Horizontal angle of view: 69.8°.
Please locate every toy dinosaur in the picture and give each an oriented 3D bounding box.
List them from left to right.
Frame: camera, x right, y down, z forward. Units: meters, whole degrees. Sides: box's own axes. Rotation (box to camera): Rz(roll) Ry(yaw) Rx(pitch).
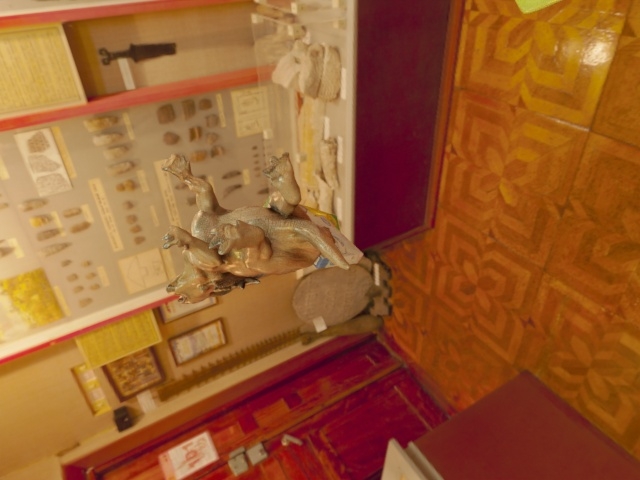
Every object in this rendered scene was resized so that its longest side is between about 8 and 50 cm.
[{"bbox_3d":[-0.073,0.005,0.540,0.295,0.127,0.200,2,151,28],"label":"toy dinosaur"}]

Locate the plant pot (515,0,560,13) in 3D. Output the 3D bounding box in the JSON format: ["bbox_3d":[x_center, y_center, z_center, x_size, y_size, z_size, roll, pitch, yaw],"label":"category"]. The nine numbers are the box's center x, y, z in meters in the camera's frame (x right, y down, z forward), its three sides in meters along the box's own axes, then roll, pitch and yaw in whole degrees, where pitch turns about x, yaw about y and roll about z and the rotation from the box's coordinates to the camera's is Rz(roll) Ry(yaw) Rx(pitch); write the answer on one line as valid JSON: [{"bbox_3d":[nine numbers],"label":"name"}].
[{"bbox_3d":[0.275,-0.385,0.409,0.228,0.207,0.227,-12,115,51],"label":"plant pot"}]

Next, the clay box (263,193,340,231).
[{"bbox_3d":[-0.029,-0.026,1.131,0.053,0.222,0.127,-54,32,36],"label":"clay box"}]

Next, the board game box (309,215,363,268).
[{"bbox_3d":[0.000,0.000,0.626,0.090,0.090,0.020,45,120,29],"label":"board game box"}]
